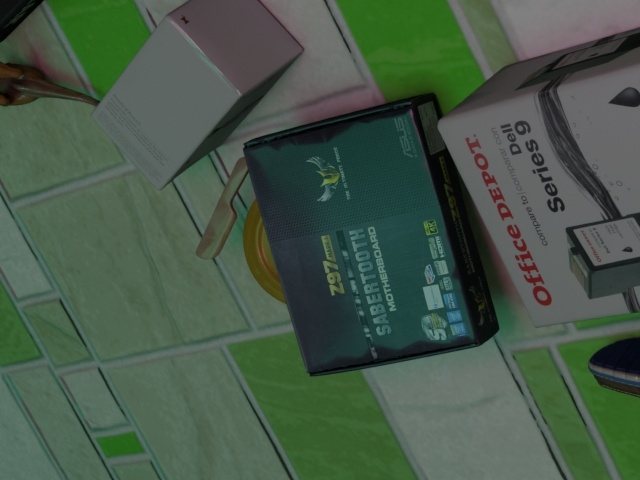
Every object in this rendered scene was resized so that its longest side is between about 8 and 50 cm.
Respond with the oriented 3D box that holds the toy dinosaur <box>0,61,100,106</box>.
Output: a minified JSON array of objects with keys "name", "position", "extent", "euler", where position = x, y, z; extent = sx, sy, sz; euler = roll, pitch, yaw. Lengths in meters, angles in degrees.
[{"name":"toy dinosaur","position":[-0.307,-0.163,1.979],"extent":[0.211,0.112,0.064],"euler":[12,96,38]}]

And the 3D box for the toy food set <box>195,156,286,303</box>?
[{"name":"toy food set","position":[0.000,0.000,1.843],"extent":[0.218,0.071,0.128],"euler":[25,108,22]}]

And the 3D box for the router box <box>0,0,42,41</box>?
[{"name":"router box","position":[-0.346,-0.345,1.869],"extent":[0.243,0.081,0.309],"euler":[53,137,-3]}]

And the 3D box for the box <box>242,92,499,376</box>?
[{"name":"box","position":[0.045,-0.003,1.737],"extent":[0.183,0.059,0.233],"euler":[-12,97,29]}]

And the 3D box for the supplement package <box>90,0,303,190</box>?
[{"name":"supplement package","position":[-0.120,-0.150,1.801],"extent":[0.105,0.105,0.179],"euler":[48,138,3]}]

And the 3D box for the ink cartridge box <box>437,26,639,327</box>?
[{"name":"ink cartridge box","position":[0.268,-0.057,1.531],"extent":[0.289,0.121,0.211],"euler":[-13,109,45]}]

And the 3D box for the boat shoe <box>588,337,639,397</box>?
[{"name":"boat shoe","position":[0.321,0.133,1.661],"extent":[0.183,0.066,0.066],"euler":[8,124,36]}]
